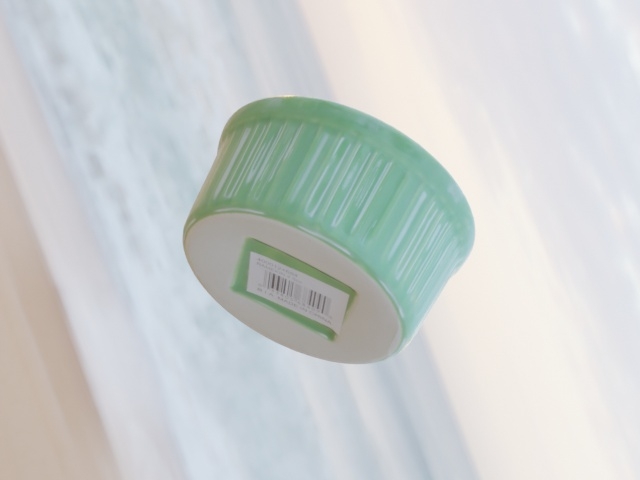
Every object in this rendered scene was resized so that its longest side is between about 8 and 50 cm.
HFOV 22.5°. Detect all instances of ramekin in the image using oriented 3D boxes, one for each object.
[{"bbox_3d":[0.000,0.000,1.731,0.148,0.303,0.303,-62,148,-30],"label":"ramekin"}]
